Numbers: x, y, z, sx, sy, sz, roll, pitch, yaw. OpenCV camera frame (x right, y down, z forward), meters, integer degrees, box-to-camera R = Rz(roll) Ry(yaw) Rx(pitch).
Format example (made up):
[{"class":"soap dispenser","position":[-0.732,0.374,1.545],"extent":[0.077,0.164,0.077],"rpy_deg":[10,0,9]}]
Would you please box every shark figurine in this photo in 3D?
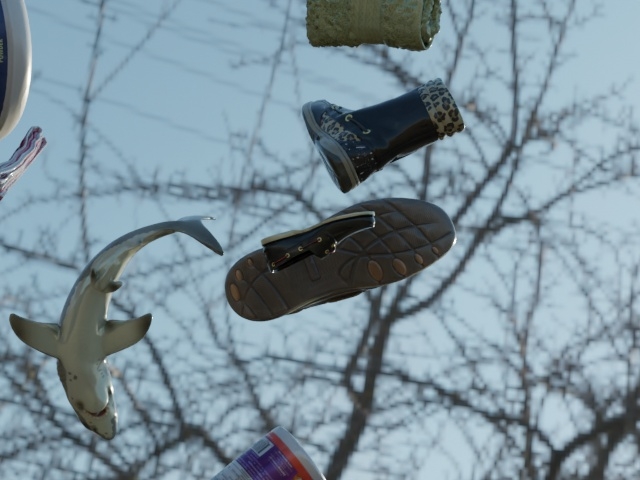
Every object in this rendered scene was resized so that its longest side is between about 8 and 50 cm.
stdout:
[{"class":"shark figurine","position":[-0.237,0.060,1.600],"extent":[0.166,0.278,0.116],"rpy_deg":[31,-8,-12]}]

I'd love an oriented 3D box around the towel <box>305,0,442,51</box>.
[{"class":"towel","position":[0.039,-0.212,1.039],"extent":[0.110,0.148,0.027],"rpy_deg":[5,1,27]}]

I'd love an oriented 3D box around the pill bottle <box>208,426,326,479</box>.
[{"class":"pill bottle","position":[-0.094,0.336,1.832],"extent":[0.108,0.193,0.108],"rpy_deg":[49,-12,14]}]

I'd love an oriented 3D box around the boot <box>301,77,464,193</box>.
[{"class":"boot","position":[0.077,-0.150,1.832],"extent":[0.179,0.236,0.085],"rpy_deg":[-25,-66,0]}]

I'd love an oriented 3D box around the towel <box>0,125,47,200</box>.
[{"class":"towel","position":[-0.336,-0.017,1.335],"extent":[0.029,0.144,0.197],"rpy_deg":[42,-69,-11]}]

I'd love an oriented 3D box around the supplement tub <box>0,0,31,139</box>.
[{"class":"supplement tub","position":[-0.513,-0.212,1.599],"extent":[0.325,0.235,0.235],"rpy_deg":[-8,-16,-34]}]

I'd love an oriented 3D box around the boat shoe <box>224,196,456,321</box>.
[{"class":"boat shoe","position":[0.028,0.025,2.172],"extent":[0.355,0.132,0.130],"rpy_deg":[-16,-5,-1]}]

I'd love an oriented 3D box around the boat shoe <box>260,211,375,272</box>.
[{"class":"boat shoe","position":[0.001,0.000,1.577],"extent":[0.133,0.042,0.049],"rpy_deg":[-19,-11,12]}]
